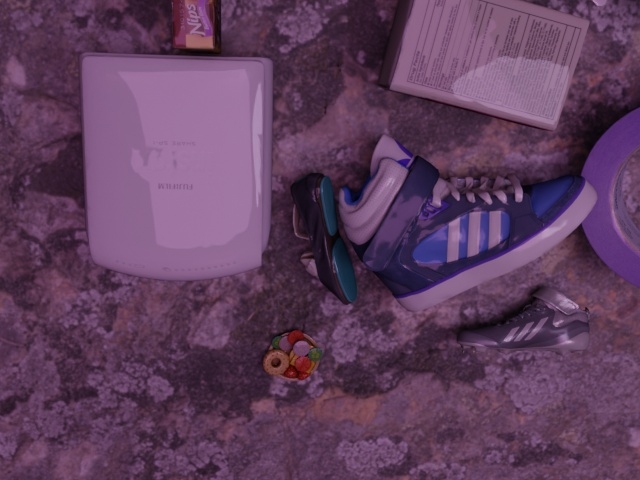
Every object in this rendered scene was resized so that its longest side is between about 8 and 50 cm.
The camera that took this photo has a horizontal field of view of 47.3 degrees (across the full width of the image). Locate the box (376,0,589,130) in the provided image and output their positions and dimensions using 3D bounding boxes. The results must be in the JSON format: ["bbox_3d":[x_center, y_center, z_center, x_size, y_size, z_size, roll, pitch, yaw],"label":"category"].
[{"bbox_3d":[0.210,-0.248,0.980,0.232,0.127,0.149,13,102,-7],"label":"box"}]

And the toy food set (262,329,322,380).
[{"bbox_3d":[-0.041,0.176,1.113,0.083,0.020,0.082,28,99,-9],"label":"toy food set"}]

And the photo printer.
[{"bbox_3d":[-0.193,-0.096,0.995,0.256,0.107,0.307,1,103,-5],"label":"photo printer"}]

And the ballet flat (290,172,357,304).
[{"bbox_3d":[0.000,0.000,1.057,0.074,0.074,0.203,-15,110,-1],"label":"ballet flat"}]

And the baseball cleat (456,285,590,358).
[{"bbox_3d":[0.307,0.122,1.112,0.206,0.072,0.109,3,89,-10],"label":"baseball cleat"}]

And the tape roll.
[{"bbox_3d":[0.500,-0.063,0.994,0.275,0.090,0.275,9,110,28],"label":"tape roll"}]

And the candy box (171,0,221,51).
[{"bbox_3d":[-0.152,-0.291,0.912,0.053,0.187,0.109,0,103,-4],"label":"candy box"}]

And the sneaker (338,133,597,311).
[{"bbox_3d":[0.181,-0.065,1.003,0.323,0.130,0.236,-31,103,18],"label":"sneaker"}]

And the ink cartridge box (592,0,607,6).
[{"bbox_3d":[0.376,-0.479,0.870,0.207,0.119,0.353,38,70,-11],"label":"ink cartridge box"}]
